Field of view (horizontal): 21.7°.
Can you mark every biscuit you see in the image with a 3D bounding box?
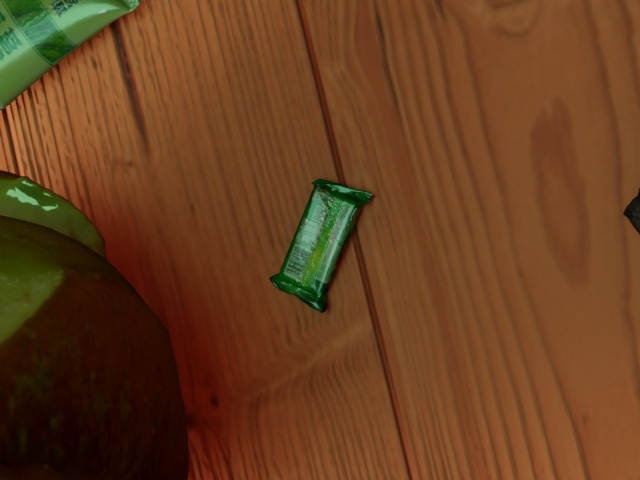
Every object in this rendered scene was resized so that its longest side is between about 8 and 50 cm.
[{"bbox_3d":[0.000,0.000,1.151,0.046,0.016,0.089,25,99,20],"label":"biscuit"}]

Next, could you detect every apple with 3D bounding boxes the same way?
[{"bbox_3d":[-0.266,0.107,1.084,0.384,0.374,0.374,-40,74,28],"label":"apple"}]

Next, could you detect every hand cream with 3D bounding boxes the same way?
[{"bbox_3d":[-0.221,-0.155,1.232,0.175,0.046,0.095,-39,72,15],"label":"hand cream"}]

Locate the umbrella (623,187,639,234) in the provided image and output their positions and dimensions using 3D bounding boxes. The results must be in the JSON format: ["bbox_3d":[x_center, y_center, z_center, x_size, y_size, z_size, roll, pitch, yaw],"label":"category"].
[{"bbox_3d":[0.266,0.056,1.015,0.071,0.080,0.224,-22,82,-14],"label":"umbrella"}]
